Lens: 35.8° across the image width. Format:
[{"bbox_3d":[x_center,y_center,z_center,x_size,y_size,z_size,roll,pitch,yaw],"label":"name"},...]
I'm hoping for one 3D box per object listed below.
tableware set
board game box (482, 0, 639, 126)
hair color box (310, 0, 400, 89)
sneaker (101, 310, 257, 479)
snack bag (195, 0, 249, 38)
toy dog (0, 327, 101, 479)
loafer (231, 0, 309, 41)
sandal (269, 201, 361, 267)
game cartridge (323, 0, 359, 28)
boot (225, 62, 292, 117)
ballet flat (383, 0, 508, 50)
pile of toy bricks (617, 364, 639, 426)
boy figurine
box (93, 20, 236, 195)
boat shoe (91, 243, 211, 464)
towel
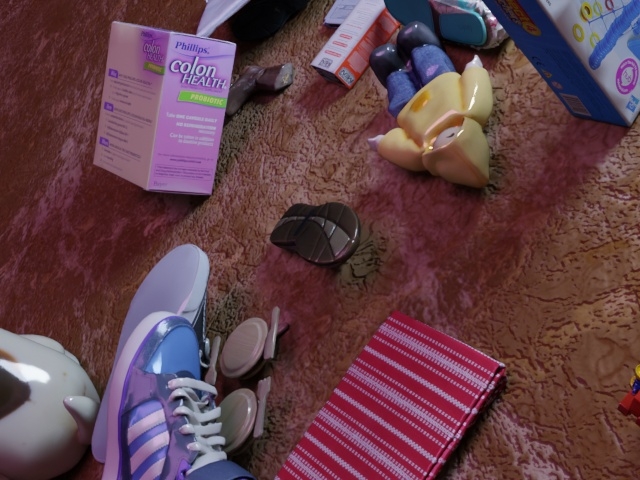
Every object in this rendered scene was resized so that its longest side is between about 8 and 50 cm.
[{"bbox_3d":[-0.092,0.184,1.236,0.128,0.039,0.194,-28,39,35],"label":"tableware set"},{"bbox_3d":[0.303,-0.331,1.041,0.086,0.308,0.302,24,79,51],"label":"board game box"},{"bbox_3d":[0.056,-0.299,1.483,0.141,0.043,0.072,-52,37,-3],"label":"hair color box"},{"bbox_3d":[-0.123,0.241,1.104,0.236,0.130,0.322,0,71,32],"label":"sneaker"},{"bbox_3d":[-0.080,-0.476,1.713,0.343,0.037,0.323,-36,23,18],"label":"snack bag"},{"bbox_3d":[-0.536,0.203,1.365,0.395,0.408,0.284,6,65,48],"label":"toy dog"},{"bbox_3d":[-0.078,-0.399,1.700,0.170,0.062,0.061,-27,24,21],"label":"loafer"},{"bbox_3d":[0.000,0.000,1.286,0.090,0.060,0.219,-54,23,-14],"label":"sandal"},{"bbox_3d":[0.044,-0.360,1.570,0.083,0.017,0.056,20,78,51],"label":"game cartridge"},{"bbox_3d":[-0.100,-0.243,1.606,0.114,0.037,0.106,11,70,44],"label":"boot"},{"bbox_3d":[0.182,-0.312,1.353,0.077,0.091,0.241,-28,37,-21],"label":"ballet flat"},{"bbox_3d":[0.351,0.096,0.825,0.212,0.118,0.105,-43,64,-16],"label":"pile of toy bricks"},{"bbox_3d":[0.136,-0.156,1.246,0.177,0.092,0.285,-34,37,17],"label":"boy figurine"},{"bbox_3d":[-0.254,-0.214,1.587,0.214,0.117,0.242,23,107,52],"label":"box"},{"bbox_3d":[-0.198,0.159,1.311,0.113,0.105,0.306,-5,63,38],"label":"boat shoe"},{"bbox_3d":[0.062,0.216,1.060,0.274,0.031,0.199,-54,35,-8],"label":"towel"}]
